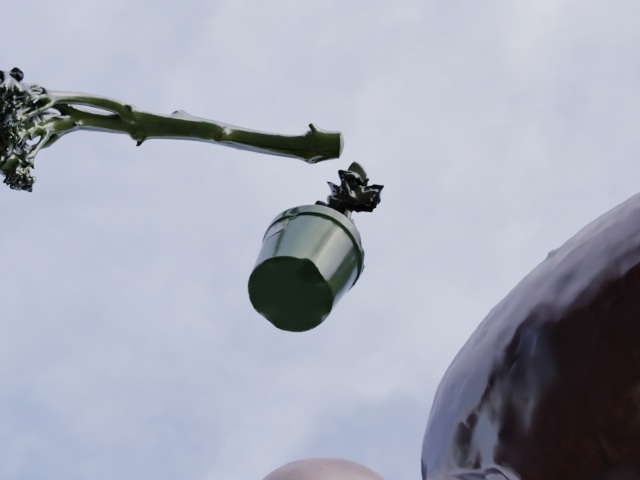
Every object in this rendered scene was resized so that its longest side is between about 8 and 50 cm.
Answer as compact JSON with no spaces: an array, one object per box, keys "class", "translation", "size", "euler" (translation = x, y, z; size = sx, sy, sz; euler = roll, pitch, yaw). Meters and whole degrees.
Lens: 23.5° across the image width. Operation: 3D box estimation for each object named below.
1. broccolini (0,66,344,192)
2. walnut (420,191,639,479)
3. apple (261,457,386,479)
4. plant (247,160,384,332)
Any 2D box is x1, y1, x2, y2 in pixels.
[{"class":"broccolini","translation":[-0.081,-0.056,0.725],"size":[0.052,0.194,0.054],"euler":[40,-54,54]},{"class":"walnut","translation":[0.174,0.081,0.757],"size":[0.221,0.244,0.269],"euler":[29,-60,-11]},{"class":"apple","translation":[0.005,0.196,0.955],"size":[0.102,0.126,0.126],"euler":[5,-86,55]},{"class":"plant","translation":[0.000,0.000,0.727],"size":[0.051,0.102,0.051],"euler":[10,-57,15]}]
